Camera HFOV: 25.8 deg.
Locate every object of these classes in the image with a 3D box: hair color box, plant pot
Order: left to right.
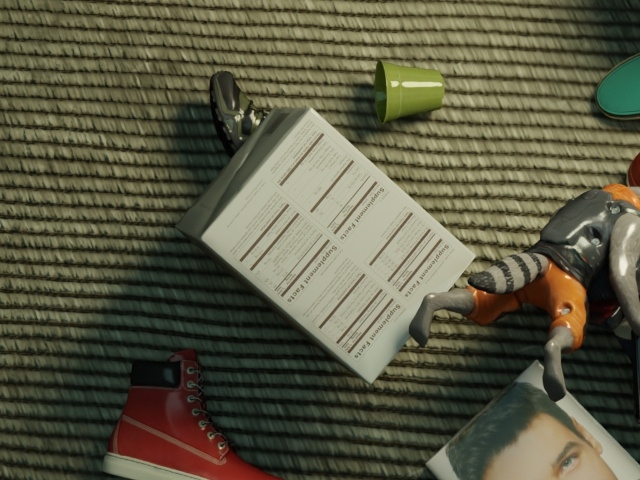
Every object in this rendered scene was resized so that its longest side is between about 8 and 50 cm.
[{"bbox_3d":[0.115,-0.191,1.789,0.079,0.083,0.083,-2,79,-9],"label":"plant pot"},{"bbox_3d":[0.317,0.342,1.653,0.185,0.113,0.374,-43,79,-3],"label":"hair color box"}]

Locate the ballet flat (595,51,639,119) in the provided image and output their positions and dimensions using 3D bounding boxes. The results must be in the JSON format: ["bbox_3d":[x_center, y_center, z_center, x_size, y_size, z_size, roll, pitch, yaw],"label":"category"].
[{"bbox_3d":[0.465,-0.219,1.747,0.248,0.086,0.086,-25,77,33],"label":"ballet flat"}]

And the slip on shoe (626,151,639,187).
[{"bbox_3d":[0.545,-0.074,1.704,0.331,0.101,0.123,7,60,6],"label":"slip on shoe"}]

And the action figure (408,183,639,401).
[{"bbox_3d":[0.310,0.037,1.558,0.330,0.341,0.179,-38,119,-35],"label":"action figure"}]

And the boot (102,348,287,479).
[{"bbox_3d":[-0.134,0.231,1.727,0.244,0.088,0.176,14,80,11],"label":"boot"}]

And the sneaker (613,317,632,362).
[{"bbox_3d":[0.501,0.045,1.681,0.322,0.130,0.236,-36,83,3],"label":"sneaker"}]

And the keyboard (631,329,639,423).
[{"bbox_3d":[0.520,0.183,1.598,0.317,0.033,0.202,-2,86,7],"label":"keyboard"}]

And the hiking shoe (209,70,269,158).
[{"bbox_3d":[-0.060,-0.126,1.793,0.114,0.086,0.227,-28,88,-9],"label":"hiking shoe"}]

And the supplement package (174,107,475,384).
[{"bbox_3d":[0.000,0.000,1.655,0.262,0.199,0.198,41,85,-14],"label":"supplement package"}]
